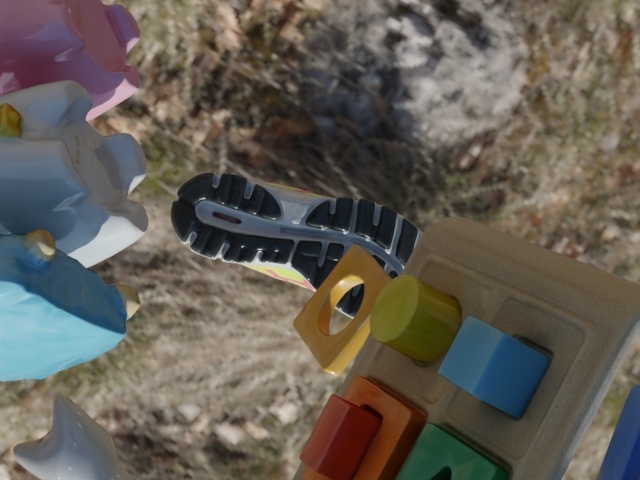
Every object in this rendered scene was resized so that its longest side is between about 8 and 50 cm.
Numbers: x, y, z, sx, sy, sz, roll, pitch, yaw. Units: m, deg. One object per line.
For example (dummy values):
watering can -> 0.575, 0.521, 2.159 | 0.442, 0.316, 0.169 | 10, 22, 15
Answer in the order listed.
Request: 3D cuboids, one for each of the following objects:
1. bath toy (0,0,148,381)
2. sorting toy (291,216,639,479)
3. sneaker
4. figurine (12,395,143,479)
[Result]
bath toy -> -0.176, -0.088, 0.743 | 0.129, 0.348, 0.151 | -24, 135, 22
sorting toy -> 0.050, 0.080, 0.675 | 0.047, 0.347, 0.196 | 33, 86, -29
sneaker -> 0.000, 0.000, 1.021 | 0.094, 0.208, 0.081 | -1, 113, -85
figurine -> -0.180, 0.251, 1.109 | 0.215, 0.209, 0.092 | -54, 174, 18
